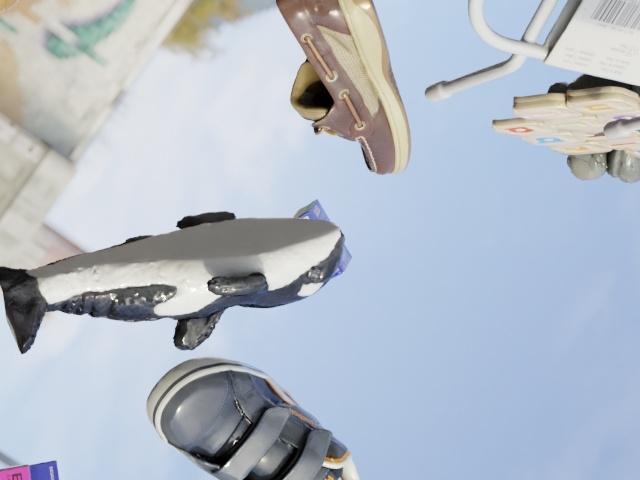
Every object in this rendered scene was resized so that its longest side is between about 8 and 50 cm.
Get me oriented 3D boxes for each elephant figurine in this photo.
[{"bbox_3d":[0.397,-0.186,1.993,0.186,0.169,0.239,3,-153,37],"label":"elephant figurine"}]

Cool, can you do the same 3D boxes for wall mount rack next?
[{"bbox_3d":[0.260,-0.184,1.396,0.130,0.350,0.304,-101,-150,-44],"label":"wall mount rack"}]

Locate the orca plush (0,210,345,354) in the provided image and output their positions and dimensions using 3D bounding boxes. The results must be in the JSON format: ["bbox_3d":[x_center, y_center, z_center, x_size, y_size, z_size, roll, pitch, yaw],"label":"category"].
[{"bbox_3d":[-0.116,0.056,1.292,0.287,0.102,0.151,-17,-153,-31],"label":"orca plush"}]

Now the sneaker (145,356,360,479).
[{"bbox_3d":[-0.053,0.231,1.727,0.126,0.321,0.127,-51,-133,5],"label":"sneaker"}]

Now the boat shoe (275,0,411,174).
[{"bbox_3d":[0.022,-0.183,1.816,0.123,0.342,0.123,-20,-122,0],"label":"boat shoe"}]

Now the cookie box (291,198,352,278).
[{"bbox_3d":[0.000,0.000,2.367,0.040,0.107,0.092,-28,-172,15],"label":"cookie box"}]

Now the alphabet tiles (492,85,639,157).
[{"bbox_3d":[0.348,-0.130,1.750,0.278,0.284,0.021,-4,-101,43],"label":"alphabet tiles"}]

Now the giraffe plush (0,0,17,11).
[{"bbox_3d":[-0.309,-0.276,1.466,0.170,0.210,0.181,-45,-149,16],"label":"giraffe plush"}]

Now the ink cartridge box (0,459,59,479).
[{"bbox_3d":[-0.419,0.359,1.792,0.069,0.371,0.176,-14,-98,38],"label":"ink cartridge box"}]
